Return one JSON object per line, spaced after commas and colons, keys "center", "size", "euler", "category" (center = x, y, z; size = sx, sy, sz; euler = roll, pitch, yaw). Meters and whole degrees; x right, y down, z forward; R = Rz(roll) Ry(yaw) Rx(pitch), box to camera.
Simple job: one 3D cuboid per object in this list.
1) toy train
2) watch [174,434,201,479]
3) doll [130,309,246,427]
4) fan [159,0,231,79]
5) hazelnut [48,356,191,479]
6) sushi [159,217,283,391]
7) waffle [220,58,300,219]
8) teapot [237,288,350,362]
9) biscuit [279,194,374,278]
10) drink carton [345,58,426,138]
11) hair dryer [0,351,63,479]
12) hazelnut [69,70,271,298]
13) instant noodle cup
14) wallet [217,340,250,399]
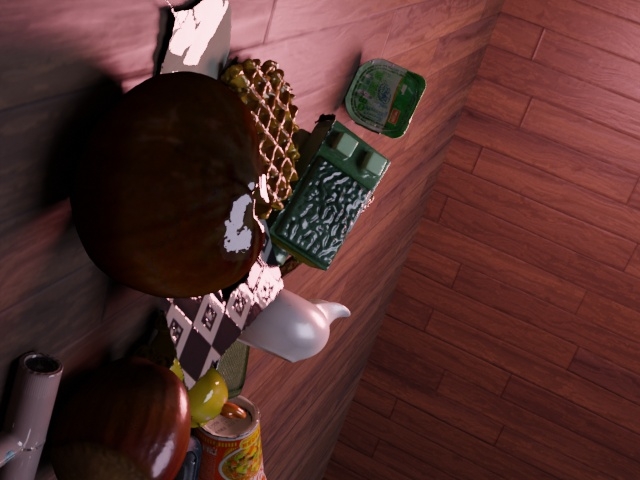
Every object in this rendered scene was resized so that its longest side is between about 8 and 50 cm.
{"center": [-0.013, -0.075, 1.406], "size": [0.271, 0.159, 0.188], "euler": [-60, -157, -10], "category": "toy train"}
{"center": [-0.305, 0.480, 1.611], "size": [0.193, 0.068, 0.206], "euler": [-34, 143, -58], "category": "watch"}
{"center": [-0.207, 0.219, 1.328], "size": [0.135, 0.143, 0.220], "euler": [-59, 140, -27], "category": "doll"}
{"center": [-0.165, -0.245, 0.992], "size": [0.182, 0.010, 0.310], "euler": [-62, 169, -12], "category": "fan"}
{"center": [-0.279, 0.262, 1.141], "size": [0.186, 0.210, 0.210], "euler": [-16, 134, -41], "category": "hazelnut"}
{"center": [-0.167, 0.013, 1.174], "size": [0.292, 0.059, 0.293], "euler": [-49, 134, -52], "category": "sushi"}
{"center": [-0.091, -0.146, 1.201], "size": [0.232, 0.051, 0.228], "euler": [-33, 120, -61], "category": "waffle"}
{"center": [-0.088, 0.116, 1.410], "size": [0.298, 0.204, 0.139], "euler": [30, 80, -32], "category": "teapot"}
{"center": [0.003, -0.003, 1.579], "size": [0.237, 0.026, 0.131], "euler": [-39, -178, 40], "category": "biscuit"}
{"center": [0.134, -0.294, 1.776], "size": [0.142, 0.144, 0.146], "euler": [-14, 129, -84], "category": "drink carton"}
{"center": [-0.394, 0.241, 0.936], "size": [0.220, 0.054, 0.195], "euler": [-17, 130, -63], "category": "hair dryer"}
{"center": [-0.155, -0.064, 0.917], "size": [0.217, 0.217, 0.251], "euler": [52, 41, -74], "category": "hazelnut"}
{"center": [-0.195, 0.441, 1.742], "size": [0.193, 0.193, 0.212], "euler": [-46, 149, -52], "category": "instant noodle cup"}
{"center": [-0.173, 0.176, 1.535], "size": [0.160, 0.055, 0.235], "euler": [8, 90, -72], "category": "wallet"}
